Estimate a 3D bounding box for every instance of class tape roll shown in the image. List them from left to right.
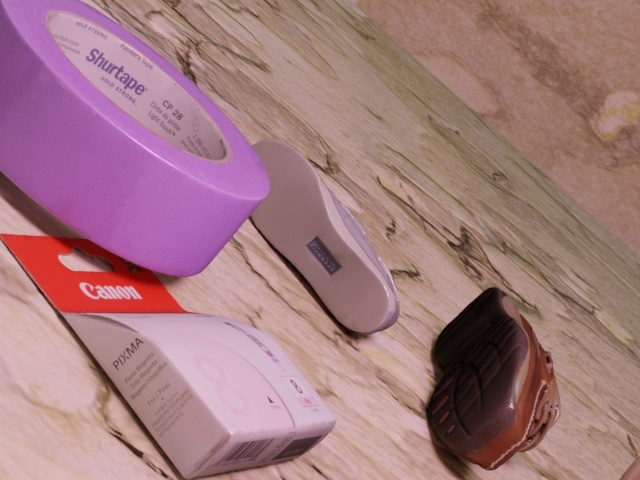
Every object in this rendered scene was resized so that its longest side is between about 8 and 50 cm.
[{"bbox_3d":[-0.174,-0.094,1.335,0.275,0.090,0.275,37,15,-12],"label":"tape roll"}]

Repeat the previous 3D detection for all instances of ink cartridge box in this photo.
[{"bbox_3d":[-0.107,0.068,1.208,0.232,0.066,0.189,54,18,16],"label":"ink cartridge box"}]

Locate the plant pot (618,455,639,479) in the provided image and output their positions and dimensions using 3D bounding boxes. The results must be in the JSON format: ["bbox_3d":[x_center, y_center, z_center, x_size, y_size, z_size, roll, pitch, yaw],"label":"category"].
[{"bbox_3d":[0.428,0.359,1.421,0.334,0.334,0.305,38,29,-23],"label":"plant pot"}]

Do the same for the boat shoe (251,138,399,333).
[{"bbox_3d":[0.001,0.000,1.617,0.227,0.079,0.081,55,9,15],"label":"boat shoe"}]

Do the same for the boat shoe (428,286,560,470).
[{"bbox_3d":[0.191,0.147,1.630,0.120,0.122,0.324,46,17,-9],"label":"boat shoe"}]
